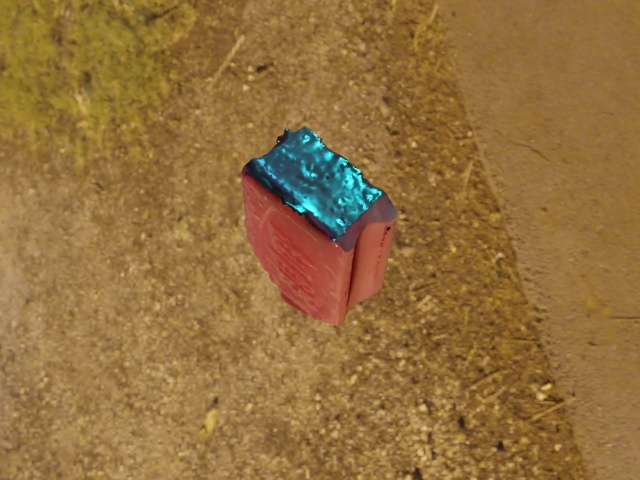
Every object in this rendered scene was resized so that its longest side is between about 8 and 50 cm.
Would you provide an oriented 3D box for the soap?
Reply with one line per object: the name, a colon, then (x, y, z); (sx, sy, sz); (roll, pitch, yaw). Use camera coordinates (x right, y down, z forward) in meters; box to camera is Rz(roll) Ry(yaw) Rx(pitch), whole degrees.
soap: (0.000, 0.000, 0.955); (0.162, 0.099, 0.250); (36, 156, 19)
